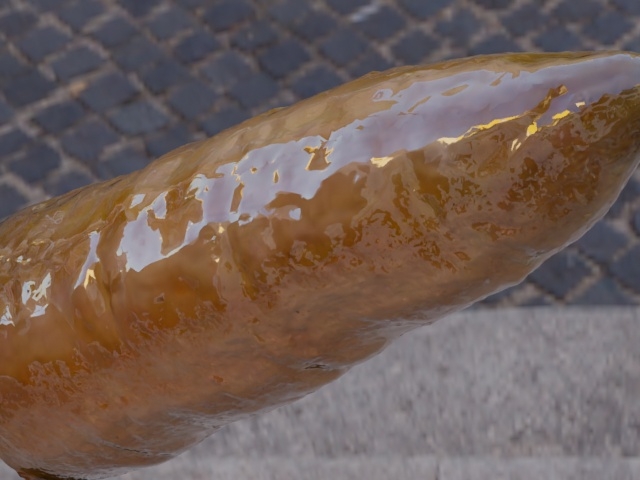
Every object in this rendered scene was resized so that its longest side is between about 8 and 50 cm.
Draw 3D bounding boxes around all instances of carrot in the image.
[{"bbox_3d":[0.000,0.000,0.401,0.205,0.072,0.072,-23,39,42],"label":"carrot"}]
